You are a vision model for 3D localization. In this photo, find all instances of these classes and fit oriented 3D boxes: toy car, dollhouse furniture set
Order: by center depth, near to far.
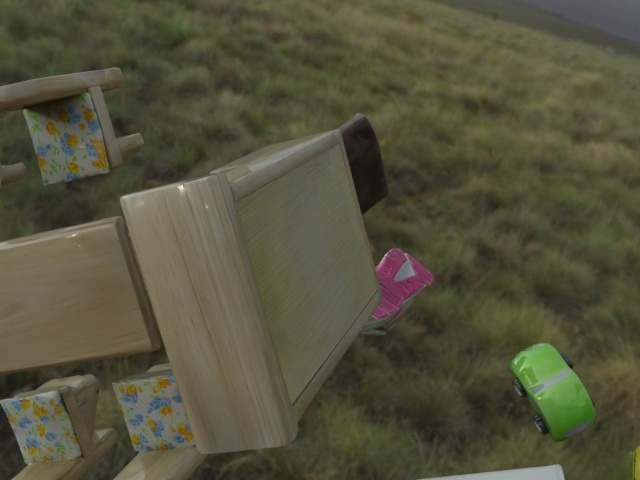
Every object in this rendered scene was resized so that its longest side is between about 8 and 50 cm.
[{"bbox_3d":[-0.181,0.048,0.673,0.394,0.362,0.256,-11,11,20],"label":"dollhouse furniture set"},{"bbox_3d":[0.259,0.204,0.816,0.225,0.239,0.053,60,-1,11],"label":"toy car"}]

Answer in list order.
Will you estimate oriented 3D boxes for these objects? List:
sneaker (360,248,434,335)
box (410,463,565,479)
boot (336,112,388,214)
[{"bbox_3d":[0.073,0.099,1.245,0.103,0.111,0.252,42,30,22],"label":"sneaker"},{"bbox_3d":[0.006,0.293,0.566,0.345,0.215,0.168,-8,45,9],"label":"box"},{"bbox_3d":[0.000,0.000,0.964,0.207,0.248,0.090,-31,40,-18],"label":"boot"}]
